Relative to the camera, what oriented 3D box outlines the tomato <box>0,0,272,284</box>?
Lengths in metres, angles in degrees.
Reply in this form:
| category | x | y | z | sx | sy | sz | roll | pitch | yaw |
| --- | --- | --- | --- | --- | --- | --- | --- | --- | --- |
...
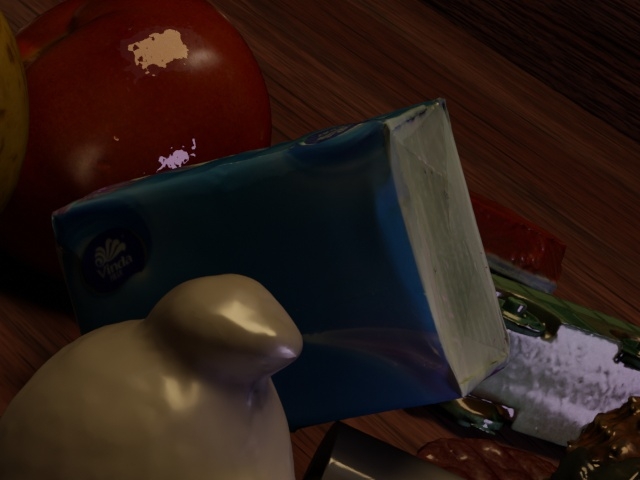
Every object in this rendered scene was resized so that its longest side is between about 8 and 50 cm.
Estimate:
| category | x | y | z | sx | sy | sz | roll | pitch | yaw |
| --- | --- | --- | --- | --- | --- | --- | --- | --- | --- |
| tomato | -0.176 | -0.083 | 1.497 | 0.298 | 0.298 | 0.226 | -97 | 162 | -70 |

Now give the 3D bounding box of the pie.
| category | x | y | z | sx | sy | sz | roll | pitch | yaw |
| --- | --- | --- | --- | --- | --- | --- | --- | --- | --- |
| pie | 0.163 | 0.227 | 1.393 | 0.218 | 0.054 | 0.204 | 17 | 20 | -23 |

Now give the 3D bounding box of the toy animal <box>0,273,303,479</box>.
| category | x | y | z | sx | sy | sz | roll | pitch | yaw |
| --- | --- | --- | --- | --- | --- | --- | --- | --- | --- |
| toy animal | -0.014 | 0.185 | 0.932 | 0.367 | 0.241 | 0.196 | 37 | 22 | 33 |

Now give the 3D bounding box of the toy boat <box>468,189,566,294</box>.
| category | x | y | z | sx | sy | sz | roll | pitch | yaw |
| --- | --- | --- | --- | --- | --- | --- | --- | --- | --- |
| toy boat | 0.159 | 0.022 | 1.884 | 0.145 | 0.133 | 0.332 | 32 | 7 | 35 |

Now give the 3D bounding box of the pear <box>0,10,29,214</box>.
| category | x | y | z | sx | sy | sz | roll | pitch | yaw |
| --- | --- | --- | --- | --- | --- | --- | --- | --- | --- |
| pear | -0.342 | -0.096 | 1.258 | 0.280 | 0.281 | 0.281 | 24 | 17 | -8 |

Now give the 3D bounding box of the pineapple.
| category | x | y | z | sx | sy | sz | roll | pitch | yaw |
| --- | --- | --- | --- | --- | --- | --- | --- | --- | --- |
| pineapple | 0.196 | 0.209 | 1.213 | 0.141 | 0.170 | 0.310 | 60 | 29 | 3 |

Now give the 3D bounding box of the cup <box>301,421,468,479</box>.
| category | x | y | z | sx | sy | sz | roll | pitch | yaw |
| --- | --- | --- | --- | --- | --- | --- | --- | --- | --- |
| cup | 0.041 | 0.210 | 1.223 | 0.133 | 0.136 | 0.099 | 25 | -25 | -5 |

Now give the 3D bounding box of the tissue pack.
| category | x | y | z | sx | sy | sz | roll | pitch | yaw |
| --- | --- | --- | --- | --- | --- | --- | --- | --- | --- |
| tissue pack | -0.027 | 0.032 | 1.235 | 0.263 | 0.198 | 0.146 | -13 | 6 | 24 |

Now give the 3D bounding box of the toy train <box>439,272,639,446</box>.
| category | x | y | z | sx | sy | sz | roll | pitch | yaw |
| --- | --- | --- | --- | --- | --- | --- | --- | --- | --- |
| toy train | 0.212 | 0.120 | 1.654 | 0.326 | 0.129 | 0.159 | 19 | 13 | -22 |
